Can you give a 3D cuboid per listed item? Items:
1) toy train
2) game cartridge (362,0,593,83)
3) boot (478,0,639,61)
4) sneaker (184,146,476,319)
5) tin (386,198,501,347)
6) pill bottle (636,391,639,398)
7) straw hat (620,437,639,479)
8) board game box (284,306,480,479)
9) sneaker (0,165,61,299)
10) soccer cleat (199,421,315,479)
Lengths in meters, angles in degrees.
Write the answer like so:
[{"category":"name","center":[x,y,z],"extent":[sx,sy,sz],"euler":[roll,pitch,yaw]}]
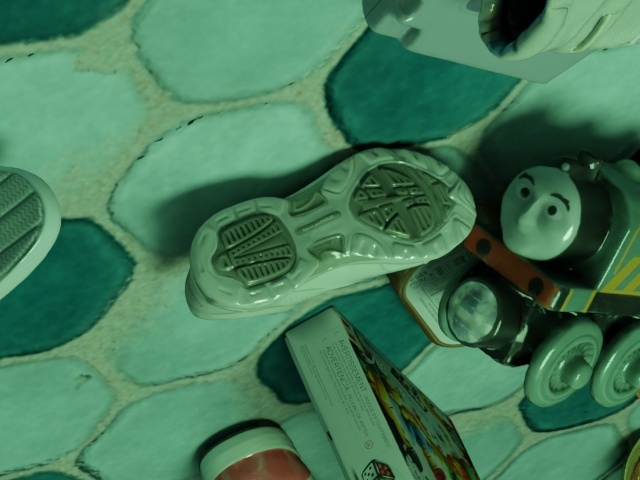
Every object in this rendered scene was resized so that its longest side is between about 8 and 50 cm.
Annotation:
[{"category":"toy train","center":[0.231,0.024,1.550],"extent":[0.334,0.142,0.190],"euler":[6,114,-48]},{"category":"game cartridge","center":[0.182,-0.219,1.253],"extent":[0.196,0.060,0.294],"euler":[13,133,-41]},{"category":"boot","center":[0.175,-0.192,1.142],"extent":[0.123,0.095,0.258],"euler":[-18,151,-26]},{"category":"sneaker","center":[0.000,0.000,1.445],"extent":[0.232,0.090,0.115],"euler":[-14,167,-23]},{"category":"tin","center":[0.115,0.030,1.606],"extent":[0.106,0.040,0.189],"euler":[-25,150,8]},{"category":"pill bottle","center":[0.379,0.060,1.749],"extent":[0.246,0.130,0.130],"euler":[-38,147,22]},{"category":"straw hat","center":[0.348,0.248,2.078],"extent":[0.144,0.144,0.061],"euler":[-1,180,-35]},{"category":"board game box","center":[0.079,0.195,1.677],"extent":[0.053,0.193,0.305],"euler":[-30,150,9]},{"category":"sneaker","center":[-0.267,0.033,1.299],"extent":[0.258,0.094,0.091],"euler":[-31,168,17]},{"category":"soccer cleat","center":[-0.018,0.271,1.798],"extent":[0.108,0.116,0.318],"euler":[-27,149,3]}]
